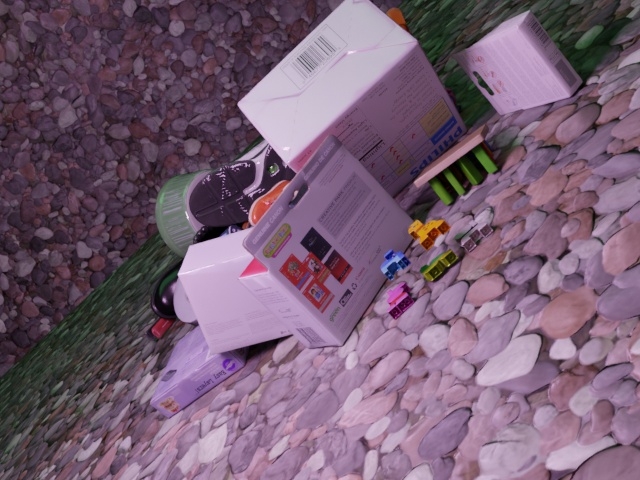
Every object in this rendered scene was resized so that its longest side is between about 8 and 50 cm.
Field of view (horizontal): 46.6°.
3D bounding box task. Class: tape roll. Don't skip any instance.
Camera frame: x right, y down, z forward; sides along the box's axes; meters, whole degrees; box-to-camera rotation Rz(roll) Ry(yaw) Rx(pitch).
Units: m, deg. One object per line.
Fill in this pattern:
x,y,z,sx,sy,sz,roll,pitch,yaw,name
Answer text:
-0.300,0.125,1.990,0.219,0.072,0.219,-26,51,38,tape roll

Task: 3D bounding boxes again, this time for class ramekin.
-0.378,-0.090,2.457,0.148,0.303,0.303,-15,32,43,ramekin

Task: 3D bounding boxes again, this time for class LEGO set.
0.177,0.019,1.301,0.227,0.087,0.093,-41,18,3,LEGO set

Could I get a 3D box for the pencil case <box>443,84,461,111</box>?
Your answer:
0.275,-0.380,1.922,0.104,0.104,0.236,-41,31,8,pencil case

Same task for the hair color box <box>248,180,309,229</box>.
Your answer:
-0.076,-0.096,2.086,0.185,0.113,0.374,-33,19,31,hair color box

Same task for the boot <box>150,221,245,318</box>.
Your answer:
-0.361,0.075,2.194,0.348,0.131,0.260,-50,4,-19,boot

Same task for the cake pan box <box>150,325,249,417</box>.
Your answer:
-0.261,0.260,1.748,0.267,0.070,0.246,-37,20,21,cake pan box

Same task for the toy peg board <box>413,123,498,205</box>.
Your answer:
0.284,-0.147,1.498,0.161,0.079,0.160,-36,3,22,toy peg board

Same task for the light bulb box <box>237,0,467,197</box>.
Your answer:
0.082,-0.272,1.643,0.358,0.361,0.225,-42,57,6,light bulb box

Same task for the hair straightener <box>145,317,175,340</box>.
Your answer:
-0.479,0.229,2.338,0.089,0.047,0.230,-28,23,41,hair straightener

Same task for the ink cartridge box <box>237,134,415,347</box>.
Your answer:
0.000,0.000,1.425,0.309,0.272,0.130,-53,19,-28,ink cartridge box

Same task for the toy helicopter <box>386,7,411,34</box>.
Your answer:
0.208,-0.657,2.351,0.140,0.355,0.235,-41,4,-7,toy helicopter

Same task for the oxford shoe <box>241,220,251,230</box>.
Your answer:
-0.240,0.034,2.072,0.212,0.076,0.076,-69,-22,-7,oxford shoe

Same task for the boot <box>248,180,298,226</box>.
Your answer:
-0.118,-0.097,1.904,0.158,0.059,0.084,-49,23,-19,boot

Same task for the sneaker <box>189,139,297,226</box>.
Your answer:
-0.159,-0.201,2.127,0.447,0.169,0.257,-32,11,13,sneaker

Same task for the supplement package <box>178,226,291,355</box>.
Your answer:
-0.167,0.101,1.580,0.194,0.203,0.149,-16,23,7,supplement package

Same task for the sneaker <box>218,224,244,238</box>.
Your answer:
-0.227,0.057,1.833,0.099,0.153,0.282,-36,1,23,sneaker

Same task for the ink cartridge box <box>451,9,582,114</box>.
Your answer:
0.397,-0.353,1.518,0.056,0.181,0.224,-48,16,-15,ink cartridge box
